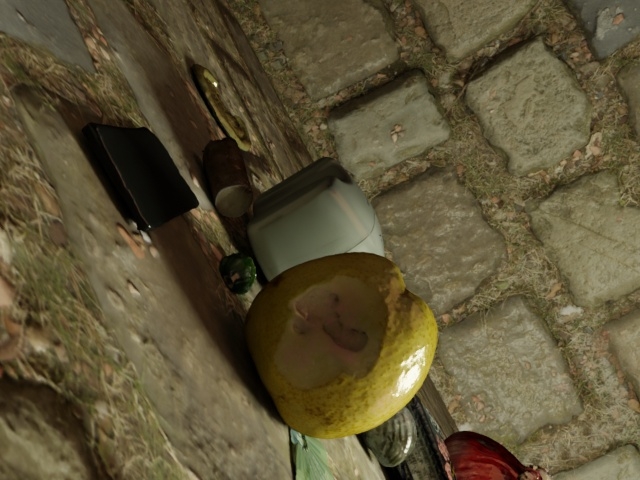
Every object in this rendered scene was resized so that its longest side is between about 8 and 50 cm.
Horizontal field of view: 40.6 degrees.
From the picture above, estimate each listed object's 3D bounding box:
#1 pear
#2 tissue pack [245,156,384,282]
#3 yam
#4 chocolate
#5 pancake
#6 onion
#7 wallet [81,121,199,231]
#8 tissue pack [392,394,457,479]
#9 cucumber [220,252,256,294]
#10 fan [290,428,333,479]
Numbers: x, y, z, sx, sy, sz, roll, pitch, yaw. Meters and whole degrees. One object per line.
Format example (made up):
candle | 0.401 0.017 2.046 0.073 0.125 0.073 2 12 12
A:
pear | 0.030 0.142 1.220 0.271 0.271 0.271 59 7 -12
tissue pack | 0.000 0.000 1.619 0.236 0.229 0.333 59 8 -13
yam | -0.164 -0.114 1.533 0.079 0.079 0.141 54 11 -44
chocolate | 0.111 0.320 1.674 0.110 0.110 0.248 52 7 -51
pancake | -0.231 -0.308 2.017 0.235 0.029 0.212 57 9 -21
onion | 0.430 0.614 2.087 0.348 0.285 0.348 51 21 -27
wallet | -0.233 -0.090 1.152 0.146 0.030 0.285 58 6 -5
tissue pack | 0.224 0.498 1.740 0.245 0.123 0.332 61 8 -55
cucumber | -0.124 0.050 1.346 0.067 0.035 0.107 62 9 -5
fan | -0.009 0.319 1.226 0.131 0.009 0.240 63 7 -4
